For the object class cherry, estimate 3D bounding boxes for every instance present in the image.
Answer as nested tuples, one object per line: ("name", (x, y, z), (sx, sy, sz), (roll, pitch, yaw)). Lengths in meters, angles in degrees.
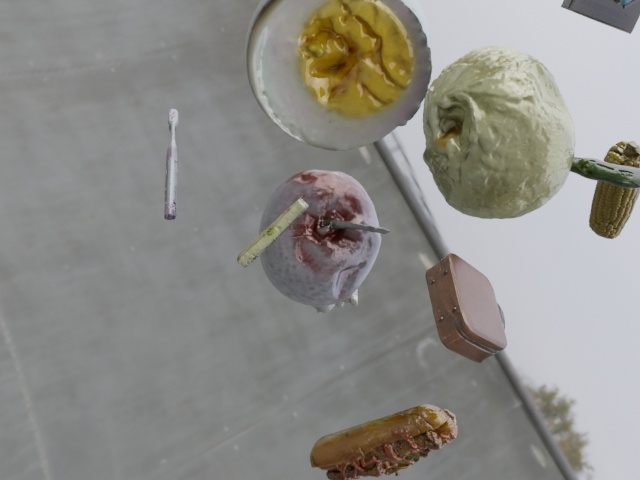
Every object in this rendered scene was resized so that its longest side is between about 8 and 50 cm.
("cherry", (-0.001, 0.012, 2.183), (0.335, 0.291, 0.326), (96, -2, -46))

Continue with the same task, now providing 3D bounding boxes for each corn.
("corn", (0.760, -0.126, 2.378), (0.322, 0.119, 0.119), (90, -21, -44))

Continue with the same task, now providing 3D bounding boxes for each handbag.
("handbag", (0.277, 0.131, 1.747), (0.151, 0.072, 0.193), (32, 33, -31))

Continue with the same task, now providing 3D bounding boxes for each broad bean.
("broad bean", (0.646, -0.135, 1.934), (0.144, 0.292, 0.049), (23, -73, 57))

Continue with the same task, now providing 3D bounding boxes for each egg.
("egg", (0.041, -0.384, 1.819), (0.354, 0.354, 0.340), (61, 15, -20))

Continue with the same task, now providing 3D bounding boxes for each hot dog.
("hot dog", (0.145, 0.468, 2.094), (0.158, 0.349, 0.117), (36, 37, -58))

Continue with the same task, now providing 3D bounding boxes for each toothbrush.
("toothbrush", (-0.297, -0.155, 1.857), (0.354, 0.024, 0.029), (-99, -166, -48))

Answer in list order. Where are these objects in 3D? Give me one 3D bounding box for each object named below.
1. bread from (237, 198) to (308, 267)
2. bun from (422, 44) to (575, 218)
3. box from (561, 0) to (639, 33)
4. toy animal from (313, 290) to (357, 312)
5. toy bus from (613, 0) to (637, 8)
("bread", (-0.081, -0.015, 1.610), (0.028, 0.154, 0.068), (47, 8, -1))
("bun", (0.340, -0.213, 1.912), (0.349, 0.227, 0.352), (50, -44, 35))
("box", (0.671, -0.635, 2.029), (0.180, 0.325, 0.047), (14, 20, -21))
("toy animal", (0.003, 0.130, 2.434), (0.131, 0.182, 0.127), (-121, -151, -79))
("toy bus", (0.548, -0.498, 1.715), (0.123, 0.060, 0.075), (59, 0, 28))
